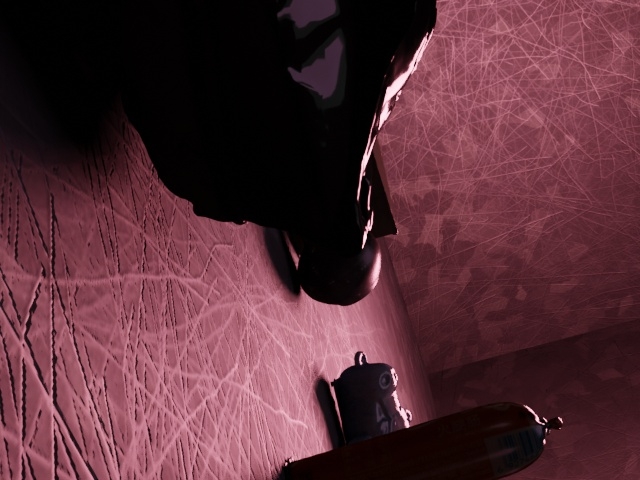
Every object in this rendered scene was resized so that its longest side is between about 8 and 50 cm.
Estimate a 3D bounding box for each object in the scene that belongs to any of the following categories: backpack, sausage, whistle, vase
[{"bbox_3d":[-0.060,-0.205,0.612,0.363,0.254,0.446,-84,161,-55],"label":"backpack"},{"bbox_3d":[0.101,0.210,0.848,0.083,0.263,0.083,-17,90,-87],"label":"sausage"},{"bbox_3d":[0.082,0.281,1.222,0.180,0.093,0.269,-20,95,-59],"label":"whistle"},{"bbox_3d":[0.000,0.000,1.194,0.183,0.120,0.120,52,15,-21],"label":"vase"}]

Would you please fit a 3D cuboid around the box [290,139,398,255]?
[{"bbox_3d":[0.013,-0.114,1.320,0.231,0.148,0.155,-97,169,-51],"label":"box"}]
